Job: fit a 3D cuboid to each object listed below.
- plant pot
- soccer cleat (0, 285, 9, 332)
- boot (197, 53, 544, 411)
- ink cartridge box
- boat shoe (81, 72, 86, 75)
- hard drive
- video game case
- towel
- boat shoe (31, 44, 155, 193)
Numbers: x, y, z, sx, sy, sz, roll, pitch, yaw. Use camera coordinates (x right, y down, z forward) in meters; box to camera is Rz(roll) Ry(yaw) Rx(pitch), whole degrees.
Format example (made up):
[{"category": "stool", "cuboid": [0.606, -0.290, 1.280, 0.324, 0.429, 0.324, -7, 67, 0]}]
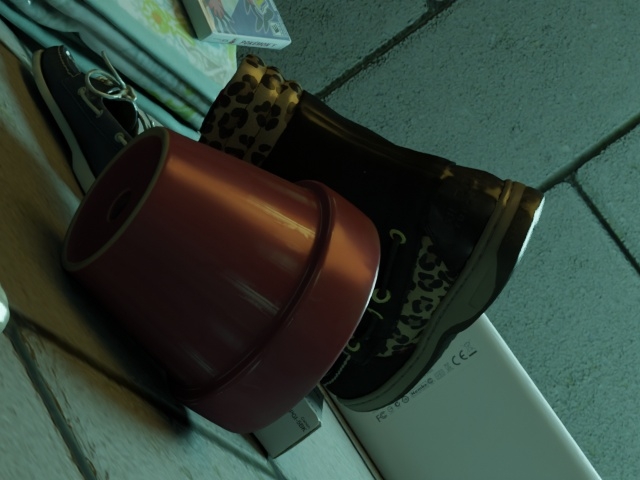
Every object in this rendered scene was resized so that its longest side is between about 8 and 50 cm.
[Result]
[{"category": "plant pot", "cuboid": [-0.085, 0.015, 1.329, 0.180, 0.201, 0.201, 36, 11, -23]}, {"category": "soccer cleat", "cuboid": [-0.210, -0.022, 0.898, 0.196, 0.076, 0.068, 52, 5, -35]}, {"category": "boot", "cuboid": [0.000, 0.000, 1.553, 0.284, 0.138, 0.377, 29, -28, -6]}, {"category": "ink cartridge box", "cuboid": [-0.047, 0.131, 1.594, 0.099, 0.056, 0.135, 53, 4, -3]}, {"category": "boat shoe", "cuboid": [-0.282, -0.298, 2.015, 0.340, 0.127, 0.158, 42, 24, -26]}, {"category": "hard drive", "cuboid": [0.164, 0.224, 2.102, 0.319, 0.210, 0.040, 56, 4, 21]}, {"category": "video game case", "cuboid": [-0.120, -0.312, 1.994, 0.183, 0.023, 0.201, -6, 71, -63]}, {"category": "towel", "cuboid": [-0.225, -0.305, 1.924, 0.374, 0.090, 0.320, 38, 34, -41]}, {"category": "boat shoe", "cuboid": [-0.200, -0.108, 1.640, 0.095, 0.079, 0.254, 51, 6, -43]}]
